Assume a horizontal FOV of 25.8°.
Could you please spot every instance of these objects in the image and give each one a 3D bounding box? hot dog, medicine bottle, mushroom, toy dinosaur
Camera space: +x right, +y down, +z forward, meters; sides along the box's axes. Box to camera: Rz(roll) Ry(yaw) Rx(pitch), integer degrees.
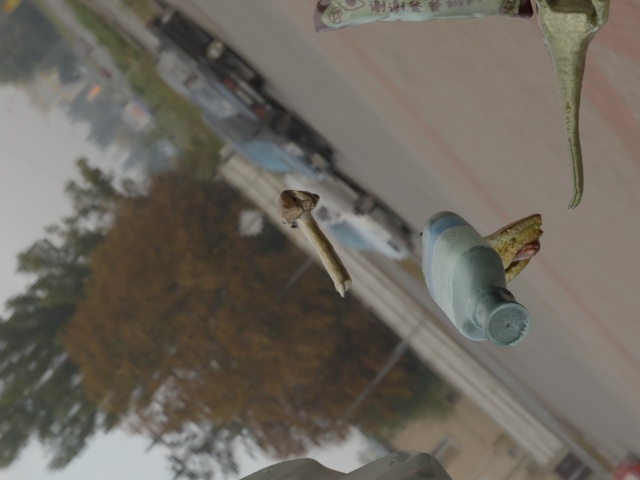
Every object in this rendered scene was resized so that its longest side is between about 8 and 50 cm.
[{"bbox_3d":[0.181,0.025,1.532,0.078,0.169,0.061,-25,-89,-48],"label":"hot dog"},{"bbox_3d":[0.139,0.040,1.278,0.208,0.054,0.090,-124,29,-69],"label":"medicine bottle"},{"bbox_3d":[0.000,0.000,1.969,0.060,0.061,0.187,5,-136,-55],"label":"mushroom"},{"bbox_3d":[0.245,-0.187,1.336,0.200,0.072,0.251,61,-160,-64],"label":"toy dinosaur"}]

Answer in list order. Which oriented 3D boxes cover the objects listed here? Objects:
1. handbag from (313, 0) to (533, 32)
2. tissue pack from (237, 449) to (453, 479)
[{"bbox_3d":[0.087,-0.297,1.286,0.127,0.213,0.235,-80,-14,-49],"label":"handbag"},{"bbox_3d":[0.006,0.326,1.225,0.333,0.229,0.236,-18,96,58],"label":"tissue pack"}]
